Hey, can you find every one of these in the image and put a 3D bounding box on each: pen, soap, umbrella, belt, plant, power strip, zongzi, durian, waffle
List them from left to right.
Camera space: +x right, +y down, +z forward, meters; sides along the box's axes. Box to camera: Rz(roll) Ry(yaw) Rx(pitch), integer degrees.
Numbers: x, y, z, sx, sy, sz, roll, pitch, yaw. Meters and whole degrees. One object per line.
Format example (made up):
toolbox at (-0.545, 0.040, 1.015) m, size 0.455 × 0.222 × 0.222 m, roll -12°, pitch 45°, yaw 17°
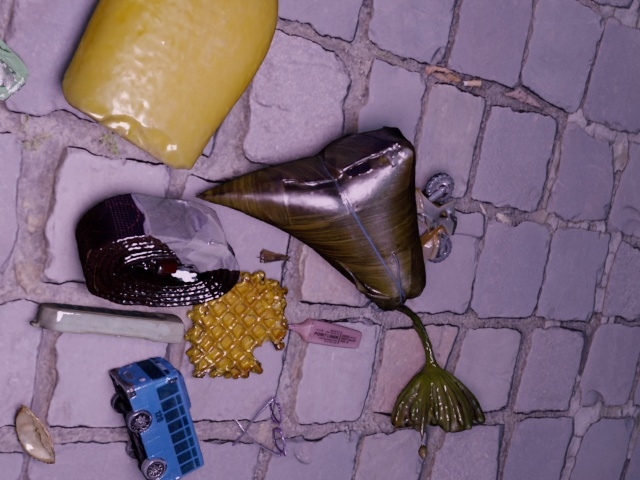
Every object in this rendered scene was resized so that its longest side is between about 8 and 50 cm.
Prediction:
durian at (-0.519, 0.352, 1.369) m, size 0.052 × 0.066 × 0.130 m, roll -28°, pitch 105°, yaw -24°
power strip at (-0.385, 0.152, 1.397) m, size 0.286 × 0.080 × 0.048 m, roll 9°, pitch 91°, yaw -31°
belt at (-0.292, 0.014, 1.375) m, size 0.289 × 0.164 × 0.184 m, roll 8°, pitch 124°, yaw -33°
soap at (-0.246, -0.359, 1.338) m, size 0.306 × 0.115 × 0.427 m, roll 34°, pitch 82°, yaw -29°
waffle at (-0.165, 0.175, 1.553) m, size 0.229 × 0.051 × 0.231 m, roll 1°, pitch 100°, yaw -29°
umbrella at (-0.098, 0.035, 1.579) m, size 0.083 × 0.020 × 0.031 m, roll 1°, pitch 61°, yaw -32°
zongzi at (0.000, 0.000, 1.555) m, size 0.433 × 0.207 × 0.403 m, roll -17°, pitch 121°, yaw -8°
pen at (0.008, 0.205, 1.675) m, size 0.197 × 0.032 × 0.053 m, roll 15°, pitch 94°, yaw -34°
plant at (0.281, 0.314, 1.794) m, size 0.251 × 0.180 × 0.333 m, roll -2°, pitch 99°, yaw -42°

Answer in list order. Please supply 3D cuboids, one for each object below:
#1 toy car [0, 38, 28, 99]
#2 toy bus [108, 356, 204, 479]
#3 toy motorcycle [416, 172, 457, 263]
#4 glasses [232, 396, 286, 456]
toy car at (-0.549, -0.305, 1.200) m, size 0.093 × 0.058 × 0.186 m, roll -45°, pitch 120°, yaw -13°
toy bus at (-0.315, 0.344, 1.463) m, size 0.134 × 0.116 × 0.233 m, roll -21°, pitch 114°, yaw -26°
toy motorcycle at (0.243, -0.043, 1.732) m, size 0.130 × 0.094 × 0.229 m, roll -17°, pitch 123°, yaw -22°
glasses at (-0.133, 0.409, 1.620) m, size 0.104 × 0.063 × 0.139 m, roll -11°, pitch 106°, yaw -28°
